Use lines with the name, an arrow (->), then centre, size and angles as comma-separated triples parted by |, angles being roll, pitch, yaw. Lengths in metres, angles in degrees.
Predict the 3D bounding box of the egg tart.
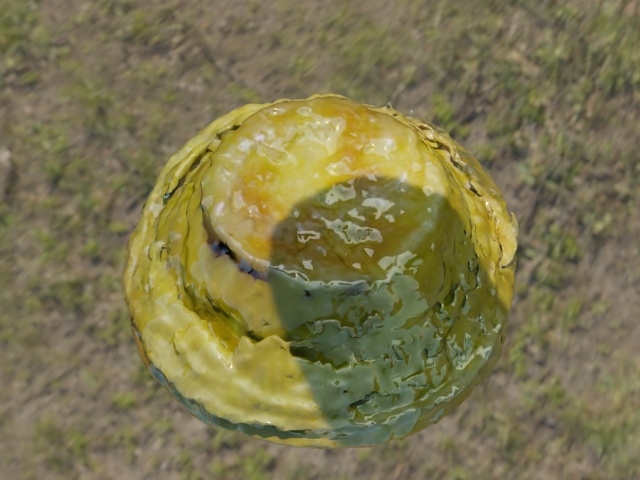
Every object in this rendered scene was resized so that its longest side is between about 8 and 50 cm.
egg tart -> 0.000, 0.000, 1.153 | 0.294, 0.294, 0.123 | 17, 146, 12
